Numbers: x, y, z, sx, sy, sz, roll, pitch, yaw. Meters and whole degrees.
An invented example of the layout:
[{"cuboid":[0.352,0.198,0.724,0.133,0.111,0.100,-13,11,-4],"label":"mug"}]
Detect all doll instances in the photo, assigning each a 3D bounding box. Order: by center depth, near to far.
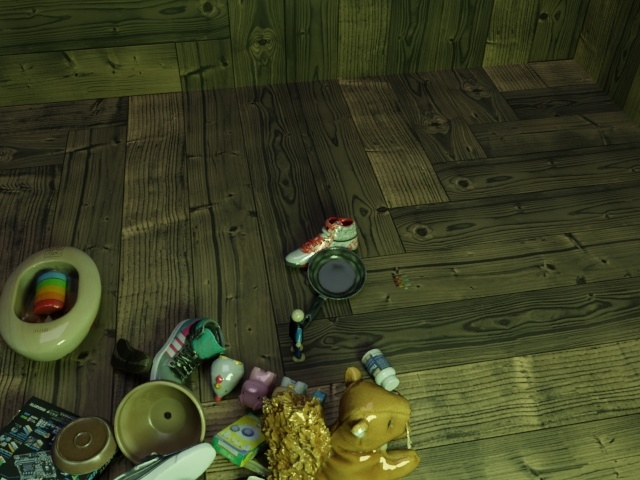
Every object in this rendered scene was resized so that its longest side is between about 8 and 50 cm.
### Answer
[{"cuboid":[-0.072,0.272,1.981,0.046,0.189,0.129,-8,44,-9],"label":"doll"}]

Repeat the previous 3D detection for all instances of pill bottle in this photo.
[{"cuboid":[0.178,0.382,1.956,0.067,0.067,0.120,-20,46,-21],"label":"pill bottle"}]

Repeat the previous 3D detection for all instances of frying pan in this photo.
[{"cuboid":[0.047,0.168,2.199,0.197,0.053,0.326,8,60,1],"label":"frying pan"}]

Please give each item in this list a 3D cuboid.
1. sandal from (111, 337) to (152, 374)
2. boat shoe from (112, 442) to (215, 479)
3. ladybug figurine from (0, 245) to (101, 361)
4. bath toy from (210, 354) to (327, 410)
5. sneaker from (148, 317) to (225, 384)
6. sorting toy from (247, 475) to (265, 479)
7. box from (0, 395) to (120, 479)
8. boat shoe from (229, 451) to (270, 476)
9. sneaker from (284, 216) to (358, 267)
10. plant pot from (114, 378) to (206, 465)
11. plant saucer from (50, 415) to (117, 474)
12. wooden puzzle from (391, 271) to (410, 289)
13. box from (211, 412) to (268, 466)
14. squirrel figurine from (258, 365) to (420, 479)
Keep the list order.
[{"cuboid":[-0.549,0.349,1.959,0.219,0.060,0.090,5,68,45],"label":"sandal"},{"cuboid":[-0.414,0.583,1.674,0.301,0.108,0.102,-30,45,-16],"label":"boat shoe"},{"cuboid":[-0.829,0.199,2.070,0.304,0.162,0.449,-5,44,-5],"label":"ladybug figurine"},{"cuboid":[-0.161,0.428,1.866,0.348,0.151,0.129,15,77,17],"label":"bath toy"},{"cuboid":[-0.368,0.333,1.931,0.178,0.124,0.296,-18,33,30],"label":"sneaker"},{"cuboid":[-0.156,0.623,1.686,0.083,0.075,0.045,14,45,13],"label":"sorting toy"},{"cuboid":[-0.723,0.580,1.726,0.295,0.073,0.293,17,46,15],"label":"box"},{"cuboid":[-0.169,0.589,1.752,0.152,0.048,0.056,19,19,10],"label":"boat shoe"},{"cuboid":[0.000,-0.001,2.300,0.269,0.145,0.090,-11,30,-14],"label":"sneaker"},{"cuboid":[-0.417,0.479,1.775,0.237,0.238,0.110,0,3,0],"label":"plant pot"},{"cuboid":[-0.614,0.522,1.725,0.168,0.029,0.168,1,44,-1],"label":"plant saucer"},{"cuboid":[0.275,0.138,2.265,0.049,0.006,0.083,-8,43,-9],"label":"wooden puzzle"},{"cuboid":[-0.193,0.523,1.776,0.105,0.043,0.179,24,20,25],"label":"box"},{"cuboid":[0.043,0.488,1.607,0.396,0.371,0.281,4,43,-1],"label":"squirrel figurine"}]
